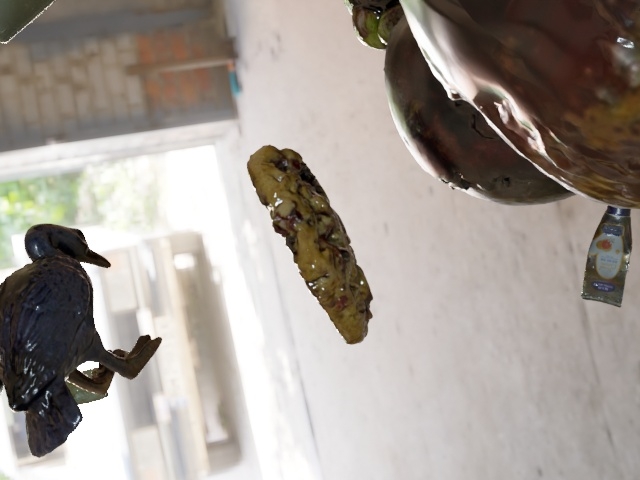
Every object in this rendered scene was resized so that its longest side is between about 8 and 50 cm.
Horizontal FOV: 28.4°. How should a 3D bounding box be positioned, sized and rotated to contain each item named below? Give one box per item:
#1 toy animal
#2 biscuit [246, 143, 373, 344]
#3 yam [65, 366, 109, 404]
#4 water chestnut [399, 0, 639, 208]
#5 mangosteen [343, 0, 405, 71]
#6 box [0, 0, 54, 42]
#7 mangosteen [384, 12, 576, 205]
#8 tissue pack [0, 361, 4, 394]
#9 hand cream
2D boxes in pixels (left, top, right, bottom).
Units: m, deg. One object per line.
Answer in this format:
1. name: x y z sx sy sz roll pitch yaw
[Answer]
1. toy animal: -0.289 0.105 1.434 0.185 0.122 0.298 49 -147 -26
2. biscuit: -0.001 -0.003 1.844 0.334 0.081 0.289 56 -170 -50
3. yam: -0.403 0.240 2.008 0.054 0.132 0.054 -15 -90 -86
4. water chestnut: 0.159 -0.159 0.606 0.289 0.244 0.289 -6 81 38
5. mangosteen: 0.182 -0.440 2.118 0.313 0.297 0.297 57 151 36
6. box: -0.420 -0.358 1.749 0.172 0.124 0.093 -36 26 24
7. mangosteen: 0.271 -0.251 1.773 0.421 0.381 0.381 -95 7 -57
8. tissue pack: -0.502 0.179 1.660 0.090 0.170 0.103 -63 14 14
9. hand cream: 0.421 0.016 1.840 0.039 0.062 0.163 -31 -50 -70
